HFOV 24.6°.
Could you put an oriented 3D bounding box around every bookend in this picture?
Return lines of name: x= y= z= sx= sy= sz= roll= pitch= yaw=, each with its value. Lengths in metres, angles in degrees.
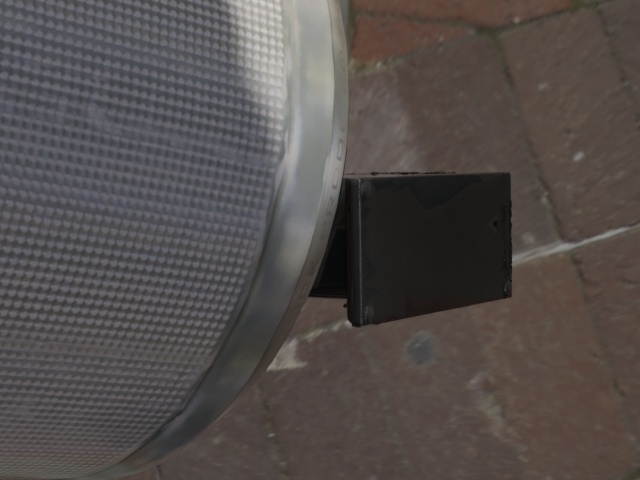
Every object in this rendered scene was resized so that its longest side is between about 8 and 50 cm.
bookend: x=0.000 y=0.000 z=0.795 sx=0.156 sy=0.157 sz=0.072 roll=1 pitch=94 yaw=34

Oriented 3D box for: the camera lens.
camera lens: x=-0.146 y=-0.043 z=0.419 sx=0.274 sy=0.219 sz=0.219 roll=10 pitch=78 yaw=-42
